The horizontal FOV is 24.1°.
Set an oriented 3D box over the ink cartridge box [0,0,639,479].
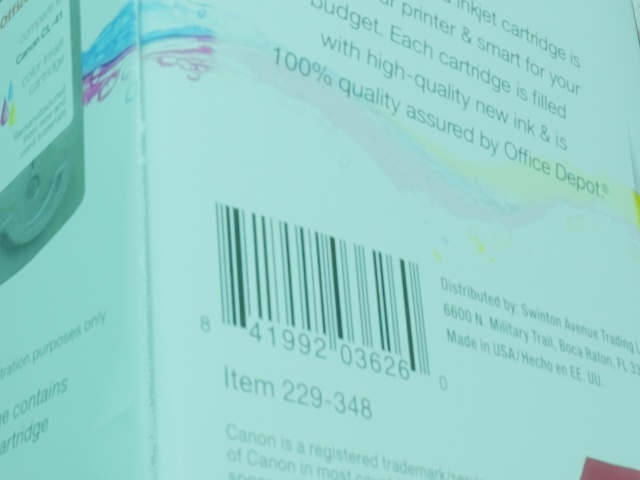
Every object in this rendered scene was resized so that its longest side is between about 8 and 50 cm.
[{"bbox_3d":[0.000,0.000,0.464,0.226,0.131,0.306,19,54,-38],"label":"ink cartridge box"}]
